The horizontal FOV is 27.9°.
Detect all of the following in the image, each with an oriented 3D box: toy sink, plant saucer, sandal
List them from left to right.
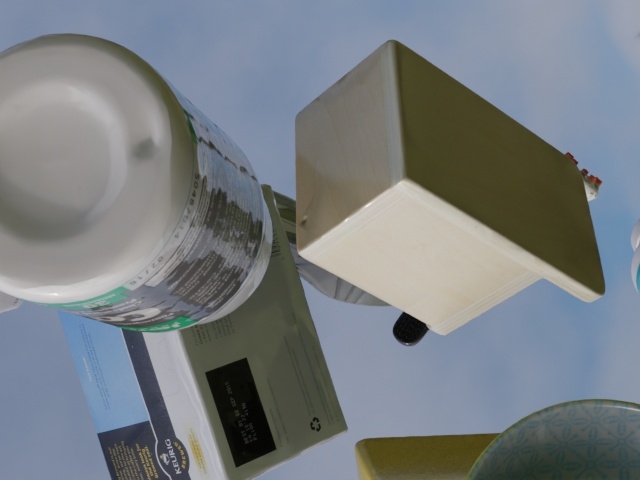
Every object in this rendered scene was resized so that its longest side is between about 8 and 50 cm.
[{"bbox_3d":[0.180,0.091,2.021,0.067,0.179,0.040,36,176,32],"label":"sandal"},{"bbox_3d":[0.102,-0.026,1.062,0.234,0.131,0.153,27,-137,-33],"label":"toy sink"},{"bbox_3d":[0.219,0.472,2.000,0.081,0.333,0.333,-29,-68,-70],"label":"plant saucer"}]

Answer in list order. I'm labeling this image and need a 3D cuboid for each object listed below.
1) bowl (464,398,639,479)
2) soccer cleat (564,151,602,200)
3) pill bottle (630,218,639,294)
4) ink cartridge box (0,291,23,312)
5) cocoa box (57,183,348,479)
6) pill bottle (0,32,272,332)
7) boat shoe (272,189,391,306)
[{"bbox_3d":[0.262,0.311,1.215,0.156,0.289,0.289,86,166,-63],"label":"bowl"},{"bbox_3d":[0.292,-0.059,1.559,0.068,0.076,0.196,42,-174,5],"label":"soccer cleat"},{"bbox_3d":[0.486,0.061,1.625,0.146,0.146,0.264,36,-161,-33],"label":"pill bottle"},{"bbox_3d":[-0.425,-0.023,1.498,0.203,0.148,0.086,25,-169,9],"label":"ink cartridge box"},{"bbox_3d":[-0.163,0.133,1.650,0.231,0.228,0.347,-16,-93,-47],"label":"cocoa box"},{"bbox_3d":[-0.161,-0.028,1.102,0.204,0.204,0.361,63,-174,13],"label":"pill bottle"},{"bbox_3d":[-0.002,0.001,1.871,0.320,0.118,0.103,19,-129,-6],"label":"boat shoe"}]
